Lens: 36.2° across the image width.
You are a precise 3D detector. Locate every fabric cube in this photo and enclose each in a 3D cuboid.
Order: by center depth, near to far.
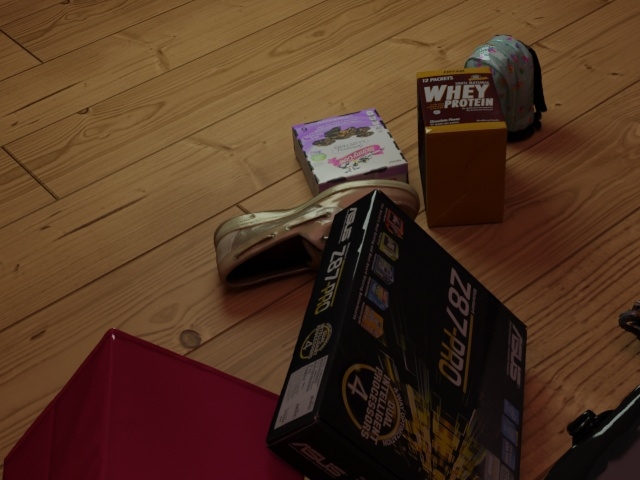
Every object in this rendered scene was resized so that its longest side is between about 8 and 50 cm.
[{"bbox_3d":[-0.182,0.302,1.043,0.254,0.259,0.258,26,30,-29],"label":"fabric cube"}]

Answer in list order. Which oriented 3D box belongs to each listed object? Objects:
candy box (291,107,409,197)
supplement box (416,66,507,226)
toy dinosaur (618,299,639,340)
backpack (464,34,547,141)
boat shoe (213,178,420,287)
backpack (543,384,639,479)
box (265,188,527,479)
[{"bbox_3d":[0.052,-0.146,1.759,0.165,0.070,0.196,-14,40,-9],"label":"candy box"},{"bbox_3d":[0.235,-0.160,1.656,0.129,0.191,0.194,-4,39,3],"label":"supplement box"},{"bbox_3d":[0.520,0.170,1.267,0.218,0.164,0.322,-15,14,-35],"label":"toy dinosaur"},{"bbox_3d":[0.331,-0.281,1.795,0.152,0.182,0.115,24,49,31],"label":"backpack"},{"bbox_3d":[0.000,0.000,1.566,0.341,0.122,0.110,-16,44,4],"label":"boat shoe"},{"bbox_3d":[0.417,0.289,0.978,0.290,0.355,0.273,-40,50,-4],"label":"backpack"},{"bbox_3d":[0.115,0.169,1.206,0.097,0.318,0.395,-32,25,35],"label":"box"}]
